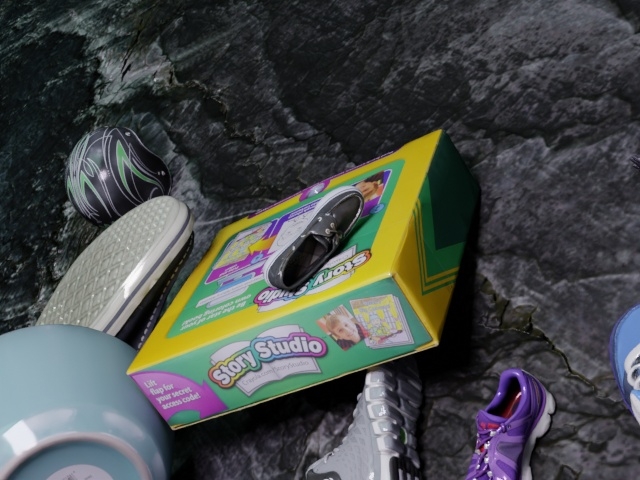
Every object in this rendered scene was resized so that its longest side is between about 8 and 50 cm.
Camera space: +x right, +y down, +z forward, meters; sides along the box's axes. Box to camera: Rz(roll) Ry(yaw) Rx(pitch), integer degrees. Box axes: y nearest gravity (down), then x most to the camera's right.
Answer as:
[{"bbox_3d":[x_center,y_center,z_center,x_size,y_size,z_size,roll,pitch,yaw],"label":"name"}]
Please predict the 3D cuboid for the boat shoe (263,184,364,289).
[{"bbox_3d":[0.000,0.000,1.028,0.142,0.049,0.040,-46,27,-11],"label":"boat shoe"}]

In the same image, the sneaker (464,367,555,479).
[{"bbox_3d":[0.164,0.199,0.935,0.068,0.071,0.170,-3,55,44],"label":"sneaker"}]

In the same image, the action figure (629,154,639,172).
[{"bbox_3d":[0.436,-0.150,0.939,0.275,0.141,0.164,-48,24,1],"label":"action figure"}]

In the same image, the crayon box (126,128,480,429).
[{"bbox_3d":[-0.010,0.044,1.159,0.363,0.106,0.313,-23,24,30],"label":"crayon box"}]

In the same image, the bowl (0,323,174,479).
[{"bbox_3d":[-0.297,0.266,1.110,0.311,0.311,0.163,-50,27,-4],"label":"bowl"}]

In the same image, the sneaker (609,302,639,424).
[{"bbox_3d":[0.295,0.104,0.751,0.130,0.236,0.322,-39,37,10],"label":"sneaker"}]

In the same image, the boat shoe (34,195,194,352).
[{"bbox_3d":[-0.296,0.168,1.299,0.500,0.156,0.187,-59,32,4],"label":"boat shoe"}]

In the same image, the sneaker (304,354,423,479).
[{"bbox_3d":[0.037,0.206,1.047,0.132,0.086,0.228,-26,41,29],"label":"sneaker"}]

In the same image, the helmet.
[{"bbox_3d":[-0.355,-0.106,1.671,0.169,0.161,0.169,-27,40,25],"label":"helmet"}]
